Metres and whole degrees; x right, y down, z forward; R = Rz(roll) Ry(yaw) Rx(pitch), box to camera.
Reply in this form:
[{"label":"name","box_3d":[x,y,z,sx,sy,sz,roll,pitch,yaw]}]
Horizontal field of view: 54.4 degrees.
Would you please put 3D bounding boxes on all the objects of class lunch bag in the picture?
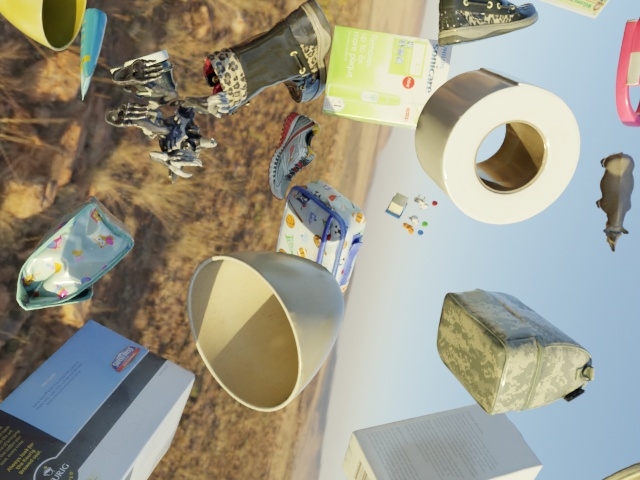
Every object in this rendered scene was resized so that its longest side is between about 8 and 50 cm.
[{"label":"lunch bag","box_3d":[-0.550,0.041,1.376,0.262,0.160,0.223,-47,-161,-9]},{"label":"lunch bag","box_3d":[0.459,0.255,1.489,0.305,0.256,0.212,-131,-141,-61]},{"label":"lunch bag","box_3d":[0.000,0.000,1.664,0.115,0.243,0.303,-19,136,-37]}]

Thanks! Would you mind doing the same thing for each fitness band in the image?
[{"label":"fitness band","box_3d":[0.776,-0.419,1.499,0.209,0.054,0.291,11,90,-49]}]

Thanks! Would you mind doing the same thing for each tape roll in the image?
[{"label":"tape roll","box_3d":[0.309,-0.171,1.115,0.169,0.246,0.246,-110,-151,-65]}]

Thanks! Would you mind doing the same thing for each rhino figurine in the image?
[{"label":"rhino figurine","box_3d":[0.686,-0.092,1.452,0.106,0.073,0.243,40,57,-75]}]

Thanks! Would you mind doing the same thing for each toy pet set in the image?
[{"label":"toy pet set","box_3d":[0.225,-0.064,1.607,0.122,0.114,0.065,-57,171,-33]}]

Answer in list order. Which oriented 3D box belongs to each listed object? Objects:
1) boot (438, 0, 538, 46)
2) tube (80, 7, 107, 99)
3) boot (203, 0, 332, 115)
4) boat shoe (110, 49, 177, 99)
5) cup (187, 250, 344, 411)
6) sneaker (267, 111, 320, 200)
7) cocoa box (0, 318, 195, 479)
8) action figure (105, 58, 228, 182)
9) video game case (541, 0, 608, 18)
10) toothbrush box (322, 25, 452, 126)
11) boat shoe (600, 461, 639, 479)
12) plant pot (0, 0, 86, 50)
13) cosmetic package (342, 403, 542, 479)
[{"label":"boot","box_3d":[0.274,-0.432,1.044,0.085,0.236,0.178,6,-65,54]},{"label":"tube","box_3d":[-0.511,-0.419,1.383,0.080,0.052,0.207,131,-40,-58]},{"label":"boot","box_3d":[-0.126,-0.397,1.493,0.138,0.284,0.377,59,-12,5]},{"label":"boat shoe","box_3d":[-0.393,-0.357,1.386,0.302,0.114,0.091,29,-41,66]},{"label":"cup","box_3d":[-0.086,0.157,1.320,0.237,0.331,0.331,-22,132,-45]},{"label":"sneaker","box_3d":[-0.066,-0.206,1.548,0.088,0.093,0.225,32,77,-77]},{"label":"cocoa box","box_3d":[-0.409,0.349,1.041,0.231,0.228,0.347,-65,176,33]},{"label":"action figure","box_3d":[-0.241,-0.190,1.062,0.276,0.141,0.164,34,71,-71]},{"label":"video game case","box_3d":[0.441,-0.471,1.011,0.193,0.212,0.023,-59,-137,39]},{"label":"toothbrush box","box_3d":[0.158,-0.389,1.517,0.122,0.283,0.206,-82,-179,-83]},{"label":"boat shoe","box_3d":[0.590,0.432,1.068,0.109,0.302,0.098,42,22,-47]},{"label":"plant pot","box_3d":[-0.419,-0.359,0.912,0.134,0.095,0.134,17,90,-90]},{"label":"cosmetic package","box_3d":[0.313,0.589,1.627,0.230,0.453,0.161,-122,-146,-48]}]
